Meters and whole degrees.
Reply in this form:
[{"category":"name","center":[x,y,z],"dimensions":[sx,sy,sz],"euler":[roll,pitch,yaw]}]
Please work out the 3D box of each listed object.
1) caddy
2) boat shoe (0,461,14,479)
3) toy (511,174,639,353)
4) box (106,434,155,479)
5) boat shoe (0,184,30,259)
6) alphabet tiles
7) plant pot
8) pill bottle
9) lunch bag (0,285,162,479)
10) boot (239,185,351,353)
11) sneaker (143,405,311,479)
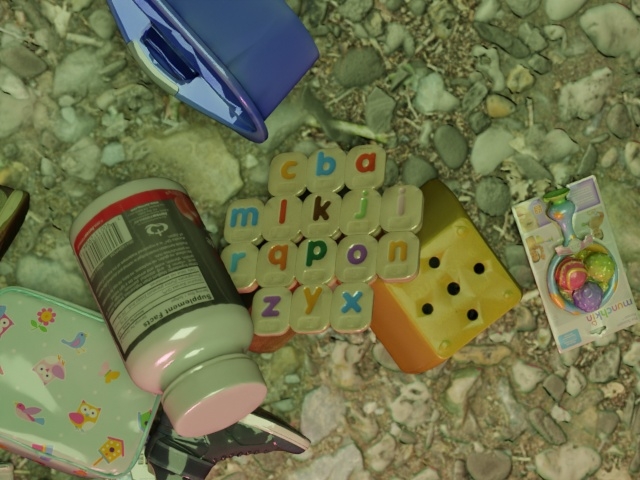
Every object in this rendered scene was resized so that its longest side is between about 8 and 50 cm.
[{"category":"caddy","center":[-0.165,-0.280,1.816],"dimensions":[0.179,0.241,0.341],"euler":[-44,99,-9]},{"category":"boat shoe","center":[-0.505,0.318,1.872],"dimensions":[0.184,0.066,0.063],"euler":[10,81,-24]},{"category":"toy","center":[0.384,0.038,2.022],"dimensions":[0.136,0.056,0.237],"euler":[-21,97,-6]},{"category":"box","center":[-0.266,0.341,1.948],"dimensions":[0.081,0.028,0.136],"euler":[0,91,-10]},{"category":"boat shoe","center":[-0.467,0.009,1.832],"dimensions":[0.073,0.080,0.224],"euler":[22,51,7]},{"category":"alphabet tiles","center":[0.000,0.000,1.859],"dimensions":[0.284,0.021,0.278],"euler":[-4,63,19]},{"category":"plant pot","center":[0.163,0.059,1.920],"dimensions":[0.212,0.187,0.212],"euler":[-37,99,-5]},{"category":"pill bottle","center":[-0.194,0.089,1.800],"dimensions":[0.176,0.176,0.319],"euler":[-25,65,-7]},{"category":"lunch bag","center":[-0.349,0.192,1.870],"dimensions":[0.279,0.108,0.224],"euler":[23,71,-13]},{"category":"boot","center":[-0.032,0.023,1.947],"dimensions":[0.305,0.112,0.115],"euler":[-54,131,-7]},{"category":"sneaker","center":[-0.137,0.303,1.927],"dimensions":[0.226,0.086,0.163],"euler":[23,88,-21]}]
